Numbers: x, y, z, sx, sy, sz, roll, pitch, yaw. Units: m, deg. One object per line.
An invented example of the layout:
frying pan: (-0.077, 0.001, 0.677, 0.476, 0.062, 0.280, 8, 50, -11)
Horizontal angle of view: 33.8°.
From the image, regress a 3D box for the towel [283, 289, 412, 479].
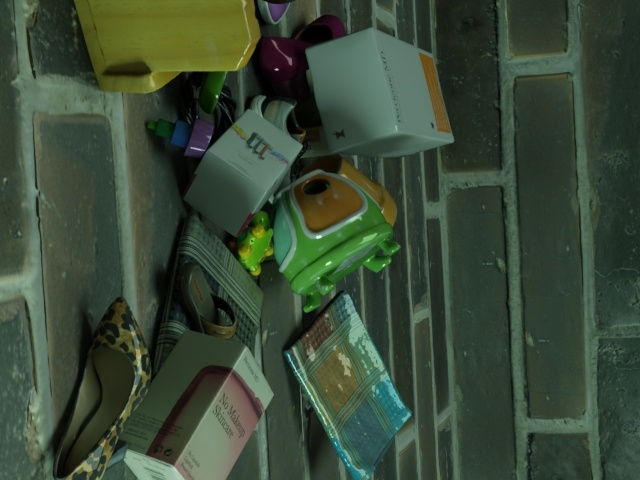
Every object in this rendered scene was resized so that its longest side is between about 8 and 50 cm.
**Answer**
towel: (0.071, 0.333, 2.415, 0.271, 0.040, 0.370, -45, 113, -47)

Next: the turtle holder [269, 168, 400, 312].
turtle holder: (0.015, -0.011, 2.148, 0.227, 0.243, 0.320, 57, 6, 9)

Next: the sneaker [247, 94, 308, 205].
sneaker: (-0.075, -0.174, 2.198, 0.100, 0.108, 0.271, -65, 148, -56)

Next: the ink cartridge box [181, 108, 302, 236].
ink cartridge box: (-0.138, -0.124, 1.887, 0.128, 0.127, 0.176, -56, 179, 39)

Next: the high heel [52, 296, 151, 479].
high heel: (-0.313, 0.217, 1.480, 0.186, 0.093, 0.261, -18, 114, -76)

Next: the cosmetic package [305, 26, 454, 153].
cosmetic package: (0.143, -0.315, 2.345, 0.453, 0.161, 0.230, -8, 84, -68)

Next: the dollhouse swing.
dollhouse swing: (-0.206, -0.425, 1.561, 0.315, 0.305, 0.347, -57, 139, -59)

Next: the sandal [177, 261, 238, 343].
sandal: (-0.178, 0.126, 1.799, 0.090, 0.060, 0.219, -69, 147, -51)

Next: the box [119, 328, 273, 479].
box: (-0.197, 0.284, 1.679, 0.232, 0.127, 0.149, -59, 145, -30)

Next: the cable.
cable: (-0.201, -0.228, 1.934, 0.184, 0.047, 0.151, 62, 32, -52)

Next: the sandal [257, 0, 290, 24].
sandal: (-0.052, -0.632, 2.322, 0.416, 0.102, 0.169, -73, 153, -43)

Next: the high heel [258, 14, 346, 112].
high heel: (-0.034, -0.452, 2.323, 0.377, 0.127, 0.181, -72, 151, -49)

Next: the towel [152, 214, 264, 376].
towel: (-0.200, 0.160, 1.902, 0.324, 0.056, 0.312, 55, 35, -53)

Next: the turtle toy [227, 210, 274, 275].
turtle toy: (-0.134, 0.000, 2.048, 0.130, 0.066, 0.095, -58, 153, -22)

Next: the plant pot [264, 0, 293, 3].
plant pot: (-0.118, -0.607, 1.982, 0.229, 0.263, 0.263, 17, 71, -50)

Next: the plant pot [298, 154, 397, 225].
plant pot: (0.043, -0.092, 2.420, 0.188, 0.205, 0.205, 51, 38, -36)

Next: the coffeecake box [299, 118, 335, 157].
coffeecake box: (0.021, -0.240, 2.419, 0.185, 0.142, 0.068, -38, 122, -67)

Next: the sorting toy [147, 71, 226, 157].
sorting toy: (-0.221, -0.316, 1.819, 0.127, 0.126, 0.366, 132, -28, -62)

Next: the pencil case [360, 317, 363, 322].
pencil case: (0.050, 0.295, 2.511, 0.104, 0.104, 0.236, 46, 43, -62)
